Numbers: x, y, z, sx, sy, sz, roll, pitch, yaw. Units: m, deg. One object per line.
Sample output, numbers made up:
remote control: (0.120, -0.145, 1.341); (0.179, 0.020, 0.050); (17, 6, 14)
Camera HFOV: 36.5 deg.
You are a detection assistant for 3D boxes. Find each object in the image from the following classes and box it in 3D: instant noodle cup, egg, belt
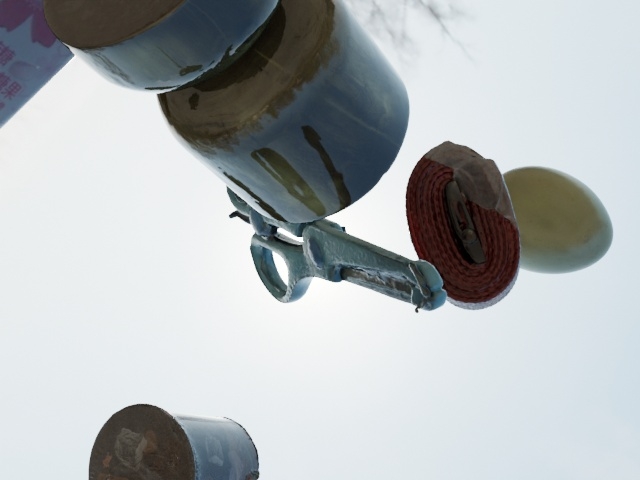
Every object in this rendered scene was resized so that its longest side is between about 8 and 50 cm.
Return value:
instant noodle cup: (-0.223, 0.368, 1.548); (0.217, 0.207, 0.217); (-6, -101, 30)
egg: (0.399, -0.033, 1.725); (0.254, 0.188, 0.188); (26, -110, 37)
belt: (0.176, -0.013, 1.193); (0.128, 0.124, 0.201); (-16, -103, 8)

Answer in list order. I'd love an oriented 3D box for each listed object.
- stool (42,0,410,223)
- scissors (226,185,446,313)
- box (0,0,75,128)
stool: (-0.062, -0.149, 0.767); (0.179, 0.264, 0.179); (-15, -123, 24)
scissors: (0.001, 0.000, 0.902); (0.032, 0.180, 0.393); (-23, -160, -22)
box: (-0.267, -0.282, 0.930); (0.369, 0.190, 0.112); (-45, -135, 2)
